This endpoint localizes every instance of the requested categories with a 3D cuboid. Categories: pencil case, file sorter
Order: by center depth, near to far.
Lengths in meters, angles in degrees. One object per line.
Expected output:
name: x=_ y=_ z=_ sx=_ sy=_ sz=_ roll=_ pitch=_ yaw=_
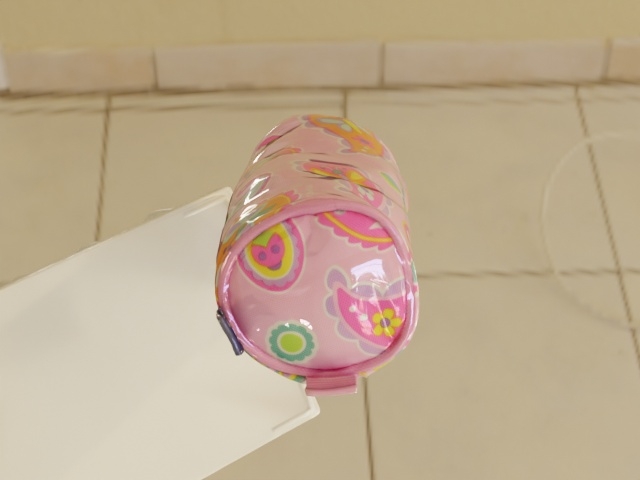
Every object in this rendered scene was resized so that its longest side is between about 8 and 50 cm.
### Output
pencil case: x=0.000 y=0.000 z=0.983 sx=0.124 sy=0.124 sz=0.284 roll=0 pitch=16 yaw=0
file sorter: x=-0.184 y=0.105 z=1.197 sx=0.278 sy=0.192 sz=0.173 roll=-26 pitch=9 yaw=-28
